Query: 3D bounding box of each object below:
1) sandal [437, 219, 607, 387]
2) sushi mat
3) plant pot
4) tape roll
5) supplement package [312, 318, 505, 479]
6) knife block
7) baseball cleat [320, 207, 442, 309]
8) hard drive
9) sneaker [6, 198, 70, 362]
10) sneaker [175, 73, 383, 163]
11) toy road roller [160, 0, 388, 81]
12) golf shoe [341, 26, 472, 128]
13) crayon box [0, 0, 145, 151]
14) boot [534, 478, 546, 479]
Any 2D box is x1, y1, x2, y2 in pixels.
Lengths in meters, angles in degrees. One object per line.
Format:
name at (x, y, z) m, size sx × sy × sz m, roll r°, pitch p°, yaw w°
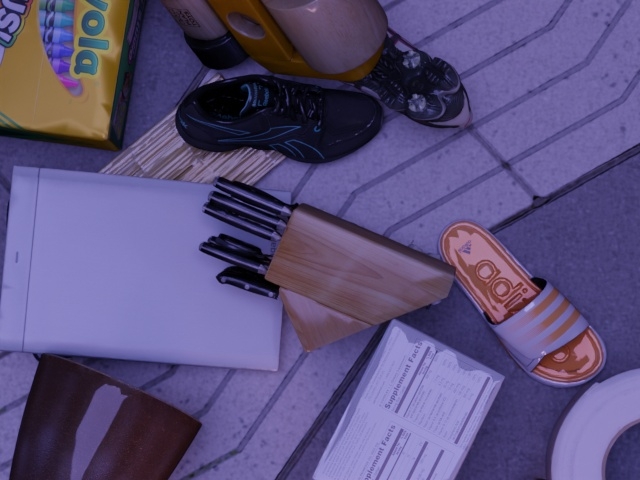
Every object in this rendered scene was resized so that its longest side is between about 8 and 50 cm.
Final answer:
sandal at (0.243, 0.080, 1.882) m, size 0.102 × 0.076 × 0.265 m, roll -45°, pitch 81°, yaw 0°
sushi mat at (-0.206, -0.068, 1.975) m, size 0.316 × 0.019 × 0.151 m, roll -40°, pitch 82°, yaw 1°
plant pot at (-0.287, 0.285, 1.826) m, size 0.215 × 0.215 × 0.230 m, roll 21°, pitch 76°, yaw 8°
tape roll at (0.393, 0.274, 1.797) m, size 0.246 × 0.169 × 0.246 m, roll -1°, pitch 84°, yaw 6°
supplement package at (0.109, 0.220, 1.785) m, size 0.145 × 0.262 × 0.204 m, roll 27°, pitch 87°, yaw 9°
knife block at (0.000, 0.000, 1.841) m, size 0.276 × 0.088 × 0.242 m, roll -22°, pitch 95°, yaw 9°
baseball cleat at (0.050, 0.033, 1.910) m, size 0.206 × 0.072 × 0.109 m, roll 18°, pitch 86°, yaw 9°
hard drive at (-0.220, 0.037, 1.907) m, size 0.353 × 0.047 × 0.233 m, roll 5°, pitch 84°, yaw -9°
sneaker at (-0.341, 0.044, 1.952) m, size 0.098 × 0.083 × 0.223 m, roll -12°, pitch 93°, yaw 0°
sneaker at (-0.050, -0.157, 1.911) m, size 0.267 × 0.106 × 0.101 m, roll -3°, pitch 73°, yaw -6°
toy road roller at (-0.053, -0.354, 1.872) m, size 0.329 × 0.202 × 0.240 m, roll 14°, pitch 67°, yaw 35°
golf shoe at (0.079, -0.220, 1.928) m, size 0.273 × 0.120 × 0.105 m, roll 42°, pitch 96°, yaw 31°
crayon box at (-0.392, -0.319, 1.981) m, size 0.313 × 0.106 × 0.363 m, roll 7°, pitch 84°, yaw 7°
boot at (0.197, 0.424, 1.826) m, size 0.115 × 0.112 × 0.305 m, roll 18°, pitch 95°, yaw 19°
